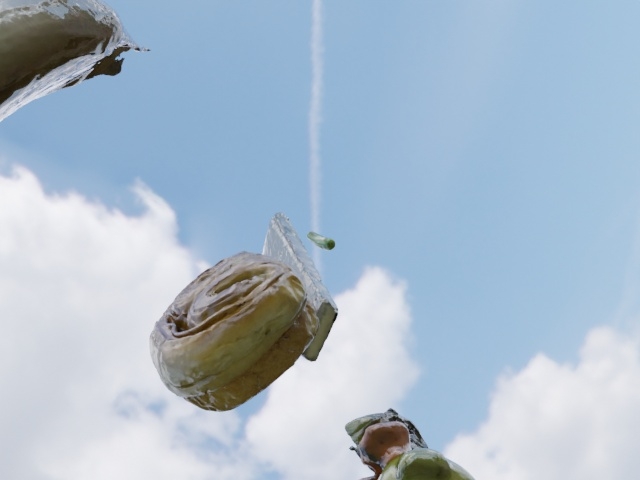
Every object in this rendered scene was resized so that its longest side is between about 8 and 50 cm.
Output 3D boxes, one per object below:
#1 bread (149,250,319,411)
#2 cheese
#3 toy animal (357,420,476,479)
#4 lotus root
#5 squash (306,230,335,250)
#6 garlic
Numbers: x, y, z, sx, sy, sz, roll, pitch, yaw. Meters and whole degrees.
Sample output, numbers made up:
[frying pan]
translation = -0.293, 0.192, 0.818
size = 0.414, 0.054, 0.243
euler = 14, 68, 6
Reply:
[bread]
translation = -0.104, 0.102, 1.221
size = 0.198, 0.236, 0.120
euler = -39, -74, -8
[cheese]
translation = -0.036, 0.051, 1.443
size = 0.034, 0.400, 0.085
euler = 17, -77, -17
[toy animal]
translation = 0.176, 0.433, 1.598
size = 0.191, 0.338, 0.216
euler = 8, -75, -22
[lotus root]
translation = 0.149, 0.400, 2.099
size = 0.203, 0.183, 0.078
euler = 4, -57, -54
[squash]
translation = 0.001, 0.001, 1.983
size = 0.027, 0.089, 0.027
euler = -7, -75, -27
[garlic]
translation = -0.327, -0.198, 1.124
size = 0.338, 0.151, 0.196
euler = -37, -15, -25
